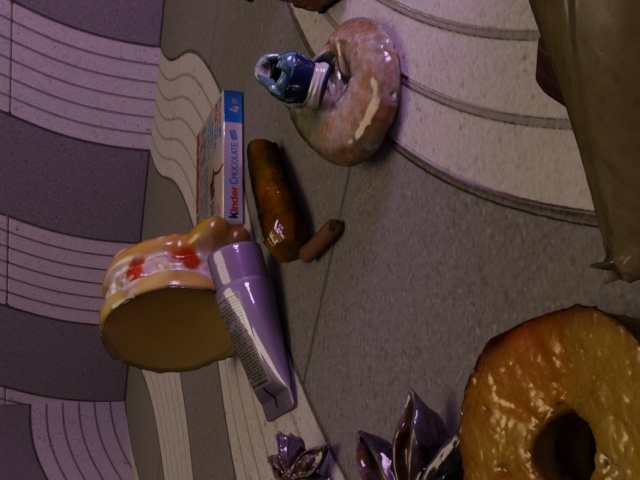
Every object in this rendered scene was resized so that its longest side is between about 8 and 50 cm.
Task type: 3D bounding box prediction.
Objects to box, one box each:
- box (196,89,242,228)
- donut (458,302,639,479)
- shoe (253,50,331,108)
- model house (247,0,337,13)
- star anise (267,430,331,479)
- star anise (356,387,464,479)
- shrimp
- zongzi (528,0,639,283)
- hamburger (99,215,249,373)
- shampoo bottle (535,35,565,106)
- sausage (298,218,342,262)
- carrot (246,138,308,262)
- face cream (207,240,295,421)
[{"bbox_3d":[-0.212,-0.135,1.586,0.265,0.048,0.273,148,123,-67],"label":"box"},{"bbox_3d":[0.163,0.124,0.452,0.190,0.075,0.174,120,149,-45],"label":"donut"},{"bbox_3d":[-0.042,-0.189,0.882,0.143,0.071,0.064,37,110,62],"label":"shoe"},{"bbox_3d":[-0.056,-0.404,0.991,0.166,0.172,0.183,-176,88,-69],"label":"model house"},{"bbox_3d":[-0.017,0.291,0.974,0.124,0.056,0.129,51,137,25],"label":"star anise"},{"bbox_3d":[0.077,0.247,0.666,0.262,0.081,0.230,-28,61,55],"label":"star anise"},{"bbox_3d":[0.015,-0.191,0.928,0.317,0.077,0.168,46,121,58],"label":"shrimp"},{"bbox_3d":[0.090,-0.286,0.448,0.500,0.218,0.467,-129,51,-59],"label":"zongzi"},{"bbox_3d":[-0.257,0.090,1.403,0.302,0.261,0.186,-46,38,37],"label":"hamburger"},{"bbox_3d":[0.193,-0.062,0.395,0.236,0.067,0.068,-121,45,-57],"label":"shampoo bottle"},{"bbox_3d":[0.000,0.000,1.000,0.116,0.026,0.026,133,135,-61],"label":"sausage"},{"bbox_3d":[-0.069,-0.067,1.150,0.260,0.070,0.070,-109,29,-49],"label":"carrot"},{"bbox_3d":[-0.101,0.141,1.200,0.154,0.096,0.274,-44,60,59],"label":"face cream"}]
